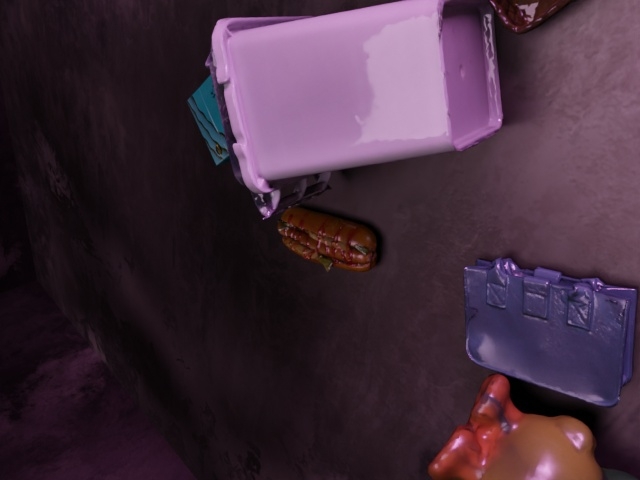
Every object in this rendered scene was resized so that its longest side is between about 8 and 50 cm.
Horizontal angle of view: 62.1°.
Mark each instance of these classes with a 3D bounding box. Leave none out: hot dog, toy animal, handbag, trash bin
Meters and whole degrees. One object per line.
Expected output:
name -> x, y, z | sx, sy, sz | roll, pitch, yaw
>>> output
hot dog -> 0.000, 0.000, 1.019 | 0.250, 0.076, 0.104 | 19, 123, 38
toy animal -> 0.337, 0.371, 0.763 | 0.338, 0.216, 0.191 | 36, 168, 23
handbag -> 0.315, 0.116, 0.754 | 0.229, 0.062, 0.179 | 10, 113, 44
trash bin -> 0.051, -0.192, 0.757 | 0.368, 0.256, 0.295 | 2, 109, 38

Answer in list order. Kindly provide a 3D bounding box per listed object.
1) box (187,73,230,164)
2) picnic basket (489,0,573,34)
box -> -0.185, -0.272, 1.103 | 0.226, 0.042, 0.160 | -23, 90, 49
picnic basket -> 0.273, -0.322, 0.580 | 0.193, 0.055, 0.110 | -34, 82, 50
